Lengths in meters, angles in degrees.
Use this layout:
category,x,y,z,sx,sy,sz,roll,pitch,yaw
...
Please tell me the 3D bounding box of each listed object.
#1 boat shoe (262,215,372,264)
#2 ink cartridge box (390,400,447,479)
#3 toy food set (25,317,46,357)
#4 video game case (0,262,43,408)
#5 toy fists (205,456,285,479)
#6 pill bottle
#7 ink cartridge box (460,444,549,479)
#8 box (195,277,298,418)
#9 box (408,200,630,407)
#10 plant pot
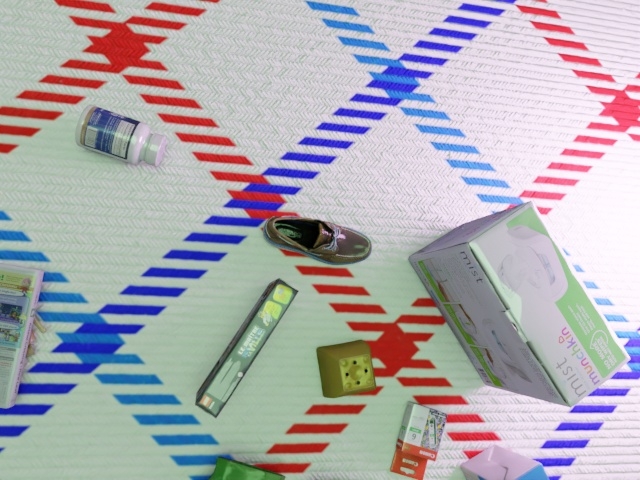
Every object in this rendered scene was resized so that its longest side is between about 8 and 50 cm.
category,x,y,z,sx,sy,sz,roll,pitch,yaw
boat shoe,0.000,0.000,0.861,0.183,0.066,0.066,8,81,-11
ink cartridge box,0.159,0.326,0.867,0.063,0.029,0.115,20,78,-9
toy food set,-0.454,0.154,0.769,0.078,0.019,0.122,44,82,-3
video game case,-0.513,0.118,0.743,0.212,0.023,0.193,10,84,-4
toy fists,-0.053,0.420,0.778,0.279,0.096,0.142,20,68,-7
pill bottle,-0.302,-0.156,0.819,0.120,0.067,0.067,18,79,-9
ink cartridge box,0.324,0.451,0.830,0.078,0.134,0.231,-24,87,-15
box,-0.111,0.153,0.792,0.036,0.114,0.207,35,77,-6
box,0.283,0.097,0.823,0.127,0.231,0.262,-31,89,-14
plant pot,0.046,0.202,0.834,0.081,0.083,0.081,-7,84,-14
